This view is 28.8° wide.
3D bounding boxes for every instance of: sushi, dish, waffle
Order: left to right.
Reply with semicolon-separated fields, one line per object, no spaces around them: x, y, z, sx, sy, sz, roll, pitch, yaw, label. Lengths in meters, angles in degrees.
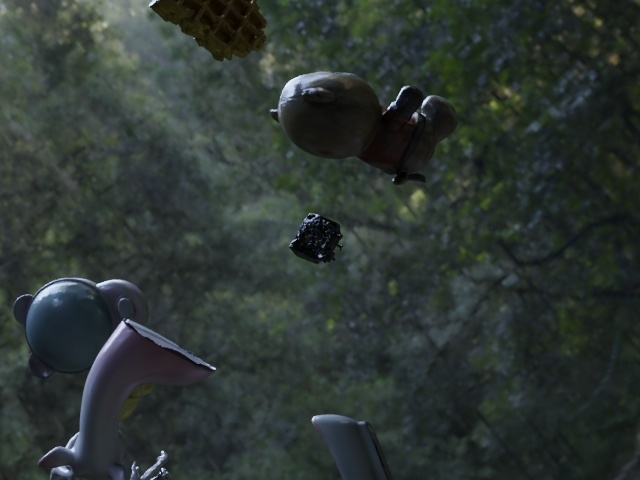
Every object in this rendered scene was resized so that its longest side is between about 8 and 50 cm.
-0.184;-0.405;2.211;0.055;0.211;0.160;-30;29;46;waffle
0.000;0.000;2.396;0.083;0.085;0.056;-65;-21;-13;sushi
0.068;0.361;1.893;0.077;0.212;0.151;-23;-20;4;dish

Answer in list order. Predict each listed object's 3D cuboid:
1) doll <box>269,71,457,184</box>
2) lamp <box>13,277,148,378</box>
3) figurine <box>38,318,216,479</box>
0.077;-0.205;2.273;0.330;0.174;0.235;16;-11;-20;doll
-0.441;0.153;2.311;0.246;0.179;0.108;-16;3;3;lamp
-0.298;0.300;1.959;0.315;0.206;0.284;-56;-12;-2;figurine
